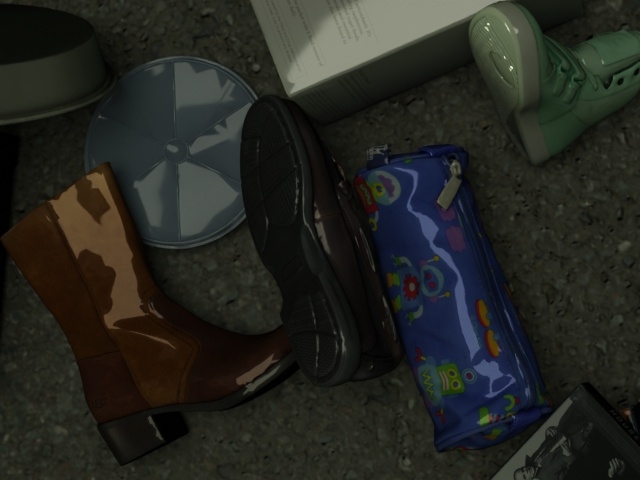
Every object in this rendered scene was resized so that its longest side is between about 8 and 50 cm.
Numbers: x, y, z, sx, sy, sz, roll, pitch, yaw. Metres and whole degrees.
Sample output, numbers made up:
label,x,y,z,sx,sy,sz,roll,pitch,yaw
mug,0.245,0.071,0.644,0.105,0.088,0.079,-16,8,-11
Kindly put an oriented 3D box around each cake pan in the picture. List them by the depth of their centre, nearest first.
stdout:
label,x,y,z,sx,sy,sz,roll,pitch,yaw
cake pan,-0.348,-0.179,1.629,0.293,0.293,0.054,5,112,11

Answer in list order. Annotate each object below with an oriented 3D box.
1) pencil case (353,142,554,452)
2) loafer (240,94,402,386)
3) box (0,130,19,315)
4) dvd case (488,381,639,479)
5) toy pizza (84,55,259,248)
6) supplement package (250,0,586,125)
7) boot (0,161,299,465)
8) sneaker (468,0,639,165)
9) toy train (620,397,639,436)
label,x,y,z,sx,sy,sz,roll,pitch,yaw
pencil case,0.128,0.050,1.600,0.119,0.133,0.306,-13,82,-32
loafer,0.000,0.000,1.625,0.109,0.095,0.302,-37,62,46
box,-0.538,0.014,1.689,0.395,0.212,0.293,4,87,10
dvd case,0.231,0.280,1.564,0.179,0.029,0.239,49,113,22
toy pizza,-0.145,-0.090,1.712,0.201,0.032,0.201,-1,84,11
supplement package,0.088,-0.256,1.605,0.293,0.175,0.177,-22,80,9
boot,-0.157,0.049,1.676,0.264,0.096,0.280,-29,84,20
sneaker,0.229,-0.178,1.543,0.151,0.256,0.094,-33,65,-1
toy train,0.317,0.240,1.576,0.105,0.080,0.184,-18,83,15
